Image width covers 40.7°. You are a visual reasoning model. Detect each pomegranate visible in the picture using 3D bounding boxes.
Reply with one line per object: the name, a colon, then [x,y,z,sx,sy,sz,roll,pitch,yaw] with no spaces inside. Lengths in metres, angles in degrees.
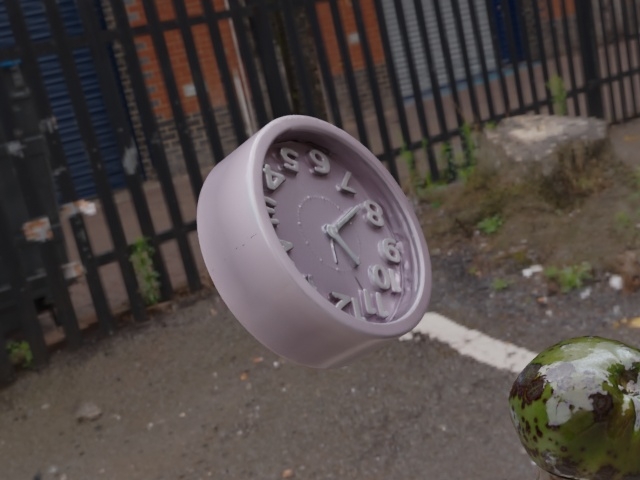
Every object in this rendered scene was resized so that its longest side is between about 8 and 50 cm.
pomegranate: [0.221,0.161,0.703,0.138,0.163,0.125,9,3,-9]

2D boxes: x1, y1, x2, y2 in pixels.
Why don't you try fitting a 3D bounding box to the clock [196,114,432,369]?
clock: [0.000,0.000,0.689,0.068,0.197,0.197,-33,-2,36]
